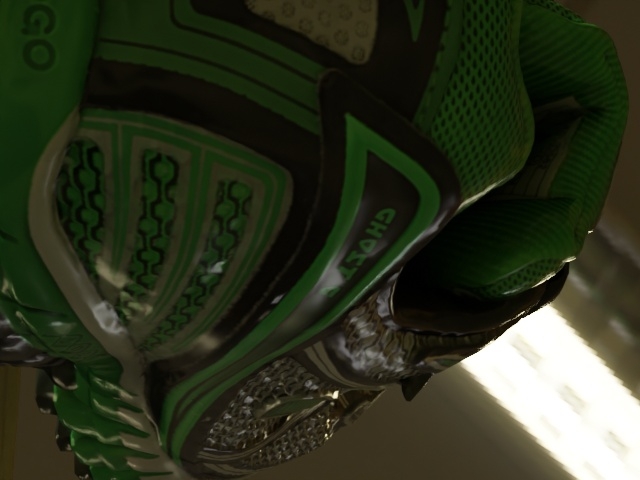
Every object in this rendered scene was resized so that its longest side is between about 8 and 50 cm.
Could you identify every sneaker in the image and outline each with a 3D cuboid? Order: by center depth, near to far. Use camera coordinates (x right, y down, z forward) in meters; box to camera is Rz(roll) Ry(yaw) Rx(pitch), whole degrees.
[{"bbox_3d":[0.000,0.000,0.474,0.343,0.146,0.134,45,-133,-79],"label":"sneaker"}]

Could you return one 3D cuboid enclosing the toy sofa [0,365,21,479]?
[{"bbox_3d":[-0.272,0.091,0.714,0.177,0.362,0.150,13,-106,-35],"label":"toy sofa"}]
